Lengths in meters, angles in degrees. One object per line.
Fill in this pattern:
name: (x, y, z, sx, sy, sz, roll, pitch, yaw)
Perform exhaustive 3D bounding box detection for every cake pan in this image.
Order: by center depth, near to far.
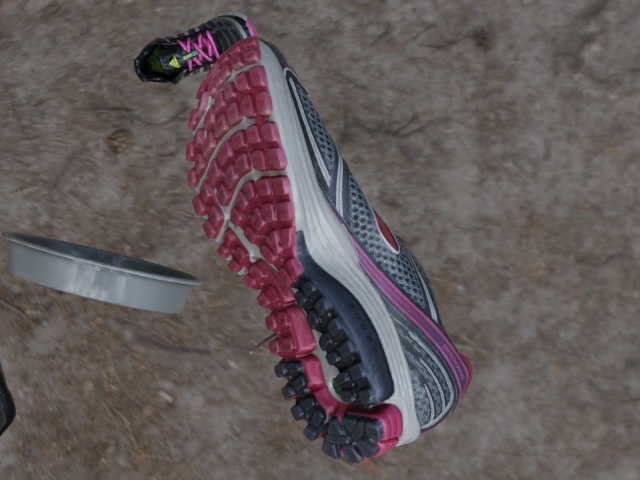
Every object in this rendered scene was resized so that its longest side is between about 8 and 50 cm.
cake pan: (-0.315, 0.047, 1.731, 0.293, 0.293, 0.054, 14, 91, -22)

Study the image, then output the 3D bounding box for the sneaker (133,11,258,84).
sneaker: (-0.149, -0.216, 1.399, 0.075, 0.170, 0.063, -42, 117, -50)

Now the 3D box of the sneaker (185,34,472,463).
sneaker: (0.000, 0.000, 0.838, 0.112, 0.121, 0.299, -17, 82, -38)

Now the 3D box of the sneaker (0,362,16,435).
sneaker: (-0.355, 0.098, 0.994, 0.185, 0.483, 0.202, -44, 82, -3)
